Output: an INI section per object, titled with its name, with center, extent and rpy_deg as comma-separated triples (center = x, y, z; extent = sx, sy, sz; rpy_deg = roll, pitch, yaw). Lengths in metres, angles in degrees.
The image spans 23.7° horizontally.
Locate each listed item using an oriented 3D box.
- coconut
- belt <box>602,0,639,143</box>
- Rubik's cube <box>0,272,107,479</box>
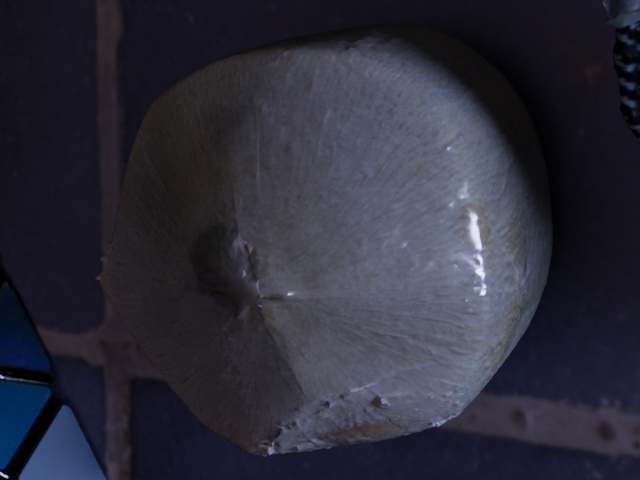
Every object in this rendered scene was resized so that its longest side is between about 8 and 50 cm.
[coconut]
center = 0.000, 0.000, 0.855
extent = 0.245, 0.247, 0.244
rpy_deg = 7, 104, 26
[belt]
center = 0.241, -0.132, 0.723
extent = 0.207, 0.150, 0.257
rpy_deg = 7, 125, 11
[Rubik's cube]
center = -0.353, 0.140, 1.132
extent = 0.234, 0.250, 0.284
rpy_deg = -30, 90, 49
